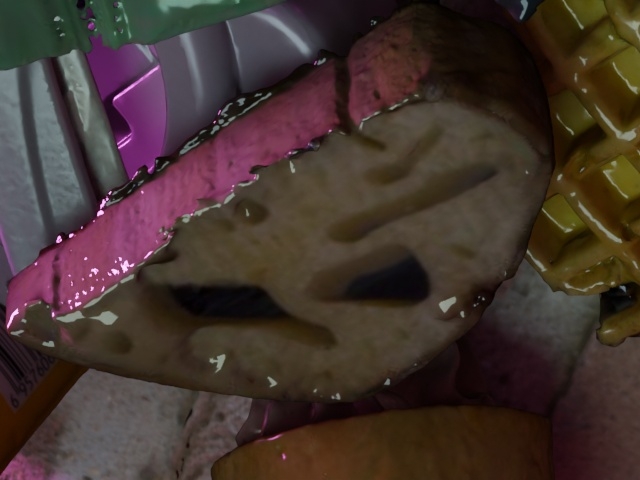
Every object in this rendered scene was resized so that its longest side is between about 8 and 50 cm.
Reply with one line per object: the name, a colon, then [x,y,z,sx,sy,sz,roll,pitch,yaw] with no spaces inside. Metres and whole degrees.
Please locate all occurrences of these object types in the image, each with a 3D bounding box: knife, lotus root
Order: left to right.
knife: [-0.139,-0.068,0.850,0.073,0.040,0.265,-6,117,18]
lotus root: [0.000,0.000,0.828,0.261,0.074,0.170,-38,126,21]

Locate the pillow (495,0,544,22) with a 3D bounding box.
pillow: [0.104,-0.223,0.589,0.255,0.034,0.189,-40,95,11]

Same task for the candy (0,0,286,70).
candy: [0.016,-0.214,0.691,0.398,0.172,0.263,-15,119,0]

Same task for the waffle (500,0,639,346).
waffle: [0.203,-0.007,0.854,0.309,0.065,0.283,13,126,20]

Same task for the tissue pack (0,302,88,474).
tissue pack: [-0.332,0.092,0.979,0.293,0.382,0.228,47,126,-10]

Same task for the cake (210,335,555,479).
cake: [0.042,0.120,0.971,0.208,0.178,0.185,11,158,-22]

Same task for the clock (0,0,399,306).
clock: [-0.148,-0.131,0.910,0.295,0.113,0.322,-30,104,38]
